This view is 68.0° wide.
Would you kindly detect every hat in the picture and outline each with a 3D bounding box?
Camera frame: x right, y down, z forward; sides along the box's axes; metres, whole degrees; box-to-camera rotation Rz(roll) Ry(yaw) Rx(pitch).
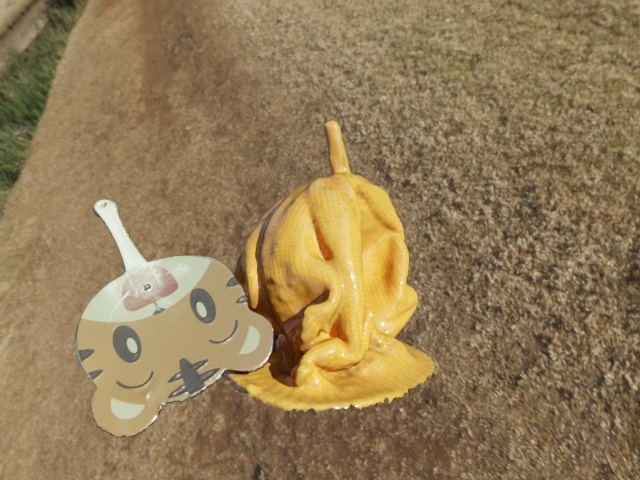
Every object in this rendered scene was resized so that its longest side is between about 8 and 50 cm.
[{"bbox_3d":[0.000,0.000,0.459,0.233,0.244,0.234,5,94,21],"label":"hat"}]

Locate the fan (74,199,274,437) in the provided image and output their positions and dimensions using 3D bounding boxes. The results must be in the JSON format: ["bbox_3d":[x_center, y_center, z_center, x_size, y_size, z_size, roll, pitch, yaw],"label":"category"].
[{"bbox_3d":[-0.150,0.042,0.416,0.152,0.008,0.227,-27,64,-19],"label":"fan"}]
